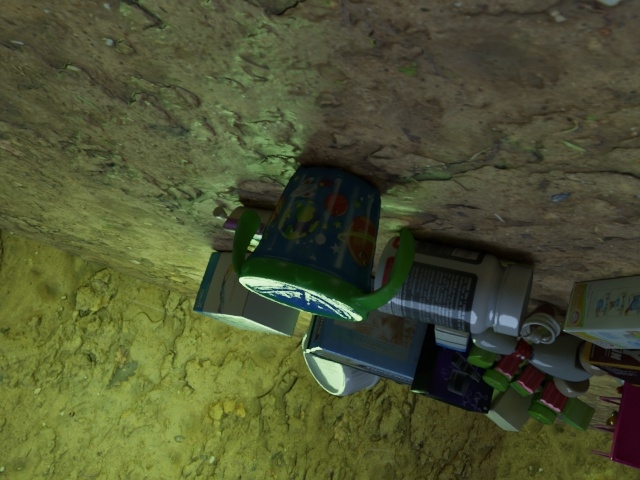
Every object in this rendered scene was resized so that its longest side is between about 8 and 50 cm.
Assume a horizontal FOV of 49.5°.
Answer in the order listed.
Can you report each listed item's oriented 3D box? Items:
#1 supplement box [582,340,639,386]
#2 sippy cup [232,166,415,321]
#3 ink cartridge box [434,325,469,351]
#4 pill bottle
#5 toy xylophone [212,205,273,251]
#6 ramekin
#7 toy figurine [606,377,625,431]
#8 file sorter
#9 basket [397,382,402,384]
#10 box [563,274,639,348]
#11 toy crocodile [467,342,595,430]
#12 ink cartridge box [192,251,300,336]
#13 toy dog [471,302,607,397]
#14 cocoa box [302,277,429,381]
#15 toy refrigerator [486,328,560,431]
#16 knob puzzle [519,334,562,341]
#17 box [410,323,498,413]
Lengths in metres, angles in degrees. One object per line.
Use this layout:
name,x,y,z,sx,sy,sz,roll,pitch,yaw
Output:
supplement box,0.687,0.223,1.427,0.194,0.129,0.191,26,164,-29
sippy cup,0.000,0.000,1.207,0.306,0.224,0.240,18,165,-2
ink cartridge box,0.325,0.175,1.647,0.082,0.139,0.190,15,165,14
pill bottle,0.263,0.094,1.375,0.283,0.161,0.161,12,165,21
toy xylophone,-0.119,0.008,1.632,0.236,0.081,0.323,6,157,37
ramekin,0.056,0.349,2.127,0.127,0.272,0.273,-24,-171,-31
toy figurine,0.889,0.444,1.862,0.213,0.209,0.148,1,153,45
file sorter,0.798,0.411,1.689,0.202,0.290,0.182,17,168,2
basket,0.213,0.339,2.170,0.204,0.154,0.227,-19,-153,-23
box,0.571,0.137,1.295,0.114,0.103,0.203,23,165,-18
toy crocodile,0.513,0.348,1.700,0.341,0.115,0.105,35,165,7
ink cartridge box,-0.207,0.157,2.078,0.198,0.197,0.270,28,162,-36
toy dog,0.524,0.226,1.614,0.334,0.161,0.220,36,136,-22
cocoa box,0.160,0.248,1.922,0.347,0.231,0.228,19,165,-9
toy refrigerator,0.542,0.364,1.809,0.094,0.269,0.102,40,165,3
knob puzzle,0.681,0.308,1.951,0.213,0.030,0.213,16,165,4
box,0.364,0.293,1.797,0.184,0.261,0.103,22,165,-19
